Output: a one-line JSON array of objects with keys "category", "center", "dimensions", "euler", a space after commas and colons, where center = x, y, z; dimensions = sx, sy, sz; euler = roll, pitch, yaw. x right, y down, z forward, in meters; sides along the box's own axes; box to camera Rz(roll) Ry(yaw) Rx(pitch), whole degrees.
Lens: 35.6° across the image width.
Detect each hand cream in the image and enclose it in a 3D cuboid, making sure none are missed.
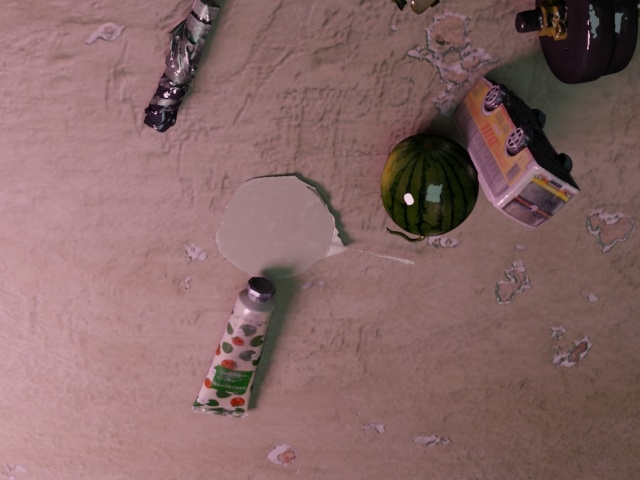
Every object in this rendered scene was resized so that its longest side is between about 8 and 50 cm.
[{"category": "hand cream", "center": [-0.127, 0.176, 1.562], "dimensions": [0.095, 0.059, 0.276], "euler": [10, 123, -15]}]

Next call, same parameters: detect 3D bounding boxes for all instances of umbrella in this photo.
[{"category": "umbrella", "center": [-0.184, -0.228, 1.304], "dimensions": [0.050, 0.046, 0.188], "euler": [-8, 133, -54]}]

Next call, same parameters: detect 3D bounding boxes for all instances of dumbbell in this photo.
[{"category": "dumbbell", "center": [0.444, -0.314, 1.302], "dimensions": [0.389, 0.185, 0.185], "euler": [-10, 122, -6]}]

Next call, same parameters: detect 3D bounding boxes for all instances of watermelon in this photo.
[{"category": "watermelon", "center": [0.153, -0.066, 1.425], "dimensions": [0.141, 0.140, 0.187], "euler": [-9, 141, -6]}]

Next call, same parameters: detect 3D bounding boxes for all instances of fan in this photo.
[{"category": "fan", "center": [0.000, -0.001, 1.502], "dimensions": [0.310, 0.010, 0.182], "euler": [15, 117, -16]}]

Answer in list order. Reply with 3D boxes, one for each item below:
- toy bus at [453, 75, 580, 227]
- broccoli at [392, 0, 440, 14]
[{"category": "toy bus", "center": [0.253, -0.123, 1.329], "dimensions": [0.092, 0.268, 0.106], "euler": [27, 117, -24]}, {"category": "broccoli", "center": [0.077, -0.397, 1.122], "dimensions": [0.304, 0.283, 0.321], "euler": [5, 139, -26]}]
